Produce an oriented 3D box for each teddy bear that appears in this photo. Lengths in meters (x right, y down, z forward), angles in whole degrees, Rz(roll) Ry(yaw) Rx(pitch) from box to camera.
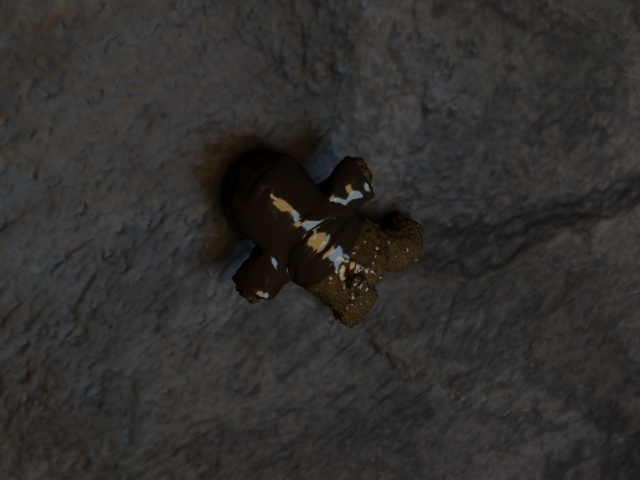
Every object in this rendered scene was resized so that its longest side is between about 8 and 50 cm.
[{"bbox_3d":[0.005,0.005,0.954,0.160,0.078,0.119,35,99,-39],"label":"teddy bear"}]
